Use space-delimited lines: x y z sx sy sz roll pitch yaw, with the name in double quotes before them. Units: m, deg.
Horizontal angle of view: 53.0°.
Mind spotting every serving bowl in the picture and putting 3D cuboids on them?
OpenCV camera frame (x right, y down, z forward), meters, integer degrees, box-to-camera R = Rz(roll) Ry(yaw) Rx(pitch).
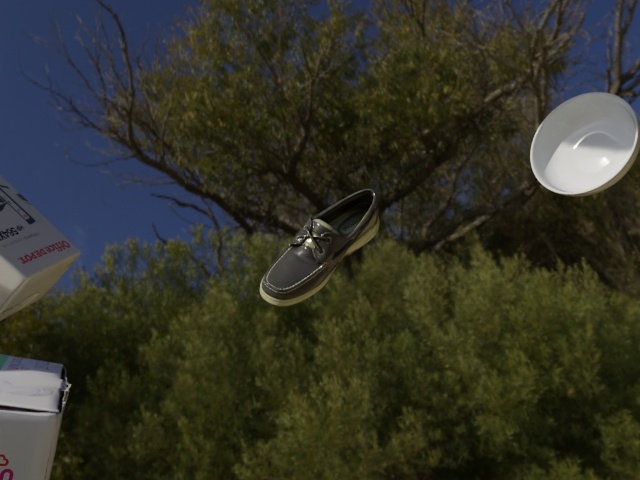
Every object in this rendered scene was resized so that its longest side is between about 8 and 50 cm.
"serving bowl" 0.206 -0.071 0.495 0.027 0.083 0.083 22 -47 -40

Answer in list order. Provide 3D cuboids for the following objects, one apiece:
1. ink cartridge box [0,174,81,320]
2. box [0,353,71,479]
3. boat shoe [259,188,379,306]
"ink cartridge box" -0.408 -0.013 0.761 0.203 0.148 0.086 44 -80 -5
"box" -0.323 0.241 0.608 0.126 0.231 0.262 11 -5 -20
"boat shoe" 0.001 0.000 0.870 0.223 0.080 0.073 -38 -34 -33
